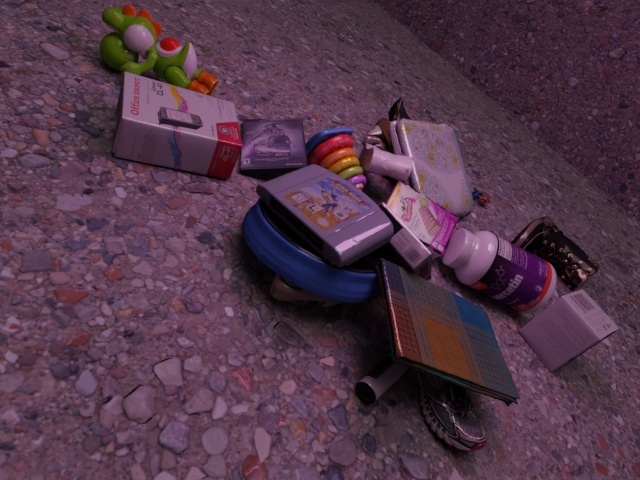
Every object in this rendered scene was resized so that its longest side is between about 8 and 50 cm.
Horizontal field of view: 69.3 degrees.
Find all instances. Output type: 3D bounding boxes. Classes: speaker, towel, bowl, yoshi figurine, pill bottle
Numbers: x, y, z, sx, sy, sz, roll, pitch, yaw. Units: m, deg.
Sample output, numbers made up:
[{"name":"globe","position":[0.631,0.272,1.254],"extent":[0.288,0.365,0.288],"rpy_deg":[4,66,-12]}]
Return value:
[{"name":"speaker","position":[0.135,0.304,1.023],"extent":[0.055,0.055,0.136],"rpy_deg":[48,41,18]},{"name":"towel","position":[0.406,-0.260,1.693],"extent":[0.321,0.090,0.374],"rpy_deg":[-6,79,-39]},{"name":"bowl","position":[0.000,0.000,1.158],"extent":[0.391,0.077,0.391],"rpy_deg":[23,24,-11]},{"name":"towel","position":[0.285,0.208,1.058],"extent":[0.370,0.040,0.271],"rpy_deg":[25,38,-26]},{"name":"yoshi figurine","position":[-0.515,-0.535,1.419],"extent":[0.362,0.203,0.203],"rpy_deg":[38,77,-16]},{"name":"pill bottle","position":[0.551,0.088,1.447],"extent":[0.323,0.181,0.181],"rpy_deg":[25,39,-9]}]

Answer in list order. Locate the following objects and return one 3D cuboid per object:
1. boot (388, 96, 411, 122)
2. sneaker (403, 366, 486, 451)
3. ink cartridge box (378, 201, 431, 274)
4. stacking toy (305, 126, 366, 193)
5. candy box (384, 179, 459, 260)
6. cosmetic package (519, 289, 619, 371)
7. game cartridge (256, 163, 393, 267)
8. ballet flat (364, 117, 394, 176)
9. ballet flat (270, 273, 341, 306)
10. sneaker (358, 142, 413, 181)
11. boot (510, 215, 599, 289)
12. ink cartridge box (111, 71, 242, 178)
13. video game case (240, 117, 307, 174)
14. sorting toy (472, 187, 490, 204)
[{"name":"boot","position":[0.388,-0.565,2.135],"extent":[0.137,0.077,0.198],"rpy_deg":[29,51,-13]},{"name":"sneaker","position":[0.281,0.326,1.056],"extent":[0.121,0.112,0.299],"rpy_deg":[0,49,-35]},{"name":"ink cartridge box","position":[0.225,0.026,1.265],"extent":[0.176,0.069,0.371],"rpy_deg":[50,4,19]},{"name":"stacking toy","position":[0.081,-0.199,1.471],"extent":[0.166,0.175,0.302],"rpy_deg":[-17,71,-42]},{"name":"candy box","position":[0.306,-0.063,1.479],"extent":[0.233,0.071,0.159],"rpy_deg":[31,64,-2]},{"name":"cosmetic package","position":[0.737,0.266,1.382],"extent":[0.151,0.183,0.151],"rpy_deg":[-6,52,-39]},{"name":"game cartridge","position":[0.016,-0.072,1.074],"extent":[0.198,0.062,0.297],"rpy_deg":[-30,56,-31]},{"name":"ballet flat","position":[0.240,-0.361,1.790],"extent":[0.124,0.116,0.342],"rpy_deg":[-3,52,-15]},{"name":"ballet flat","position":[-0.009,0.119,1.103],"extent":[0.248,0.086,0.086],"rpy_deg":[11,43,-34]},{"name":"sneaker","position":[0.220,-0.256,1.577],"extent":[0.169,0.108,0.292],"rpy_deg":[16,14,-9]},{"name":"boot","position":[0.893,0.056,1.768],"extent":[0.377,0.138,0.284],"rpy_deg":[-14,57,-50]},{"name":"ink cartridge box","position":[-0.384,-0.307,1.254],"extent":[0.306,0.131,0.226],"rpy_deg":[9,44,-29]},{"name":"video game case","position":[-0.145,-0.299,1.437],"extent":[0.196,0.026,0.274],"rpy_deg":[-3,46,-4]},{"name":"sorting toy","position":[0.662,-0.181,1.937],"extent":[0.061,0.042,0.102],"rpy_deg":[24,24,-37]}]
